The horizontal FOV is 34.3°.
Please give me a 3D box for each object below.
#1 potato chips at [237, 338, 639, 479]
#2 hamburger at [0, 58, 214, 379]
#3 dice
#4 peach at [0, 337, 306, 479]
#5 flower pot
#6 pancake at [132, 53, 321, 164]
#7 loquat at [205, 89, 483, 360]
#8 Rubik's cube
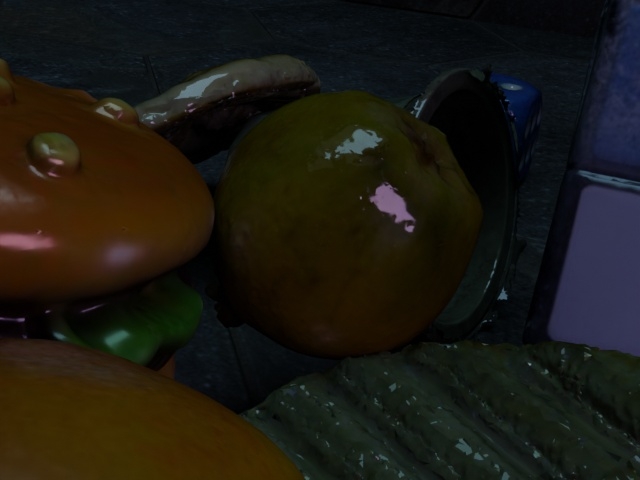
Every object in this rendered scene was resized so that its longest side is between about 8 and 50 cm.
[{"bbox_3d":[0.097,0.186,0.631,0.358,0.070,0.429,-37,41,-19],"label":"potato chips"},{"bbox_3d":[-0.259,0.009,0.758,0.395,0.277,0.396,15,15,-4],"label":"hamburger"},{"bbox_3d":[0.240,-0.165,1.518,0.146,0.146,0.143,14,26,17],"label":"dice"},{"bbox_3d":[-0.123,0.183,0.452,0.308,0.308,0.332,4,19,-3],"label":"peach"},{"bbox_3d":[0.049,-0.037,1.087,0.259,0.290,0.290,4,20,31],"label":"flower pot"},{"bbox_3d":[-0.177,-0.121,1.209,0.387,0.082,0.387,-27,-1,0],"label":"pancake"},{"bbox_3d":[0.000,0.000,0.832,0.213,0.246,0.213,42,25,-25],"label":"loquat"},{"bbox_3d":[0.377,-0.013,0.886,0.316,0.318,0.313,16,3,21],"label":"Rubik's cube"}]
